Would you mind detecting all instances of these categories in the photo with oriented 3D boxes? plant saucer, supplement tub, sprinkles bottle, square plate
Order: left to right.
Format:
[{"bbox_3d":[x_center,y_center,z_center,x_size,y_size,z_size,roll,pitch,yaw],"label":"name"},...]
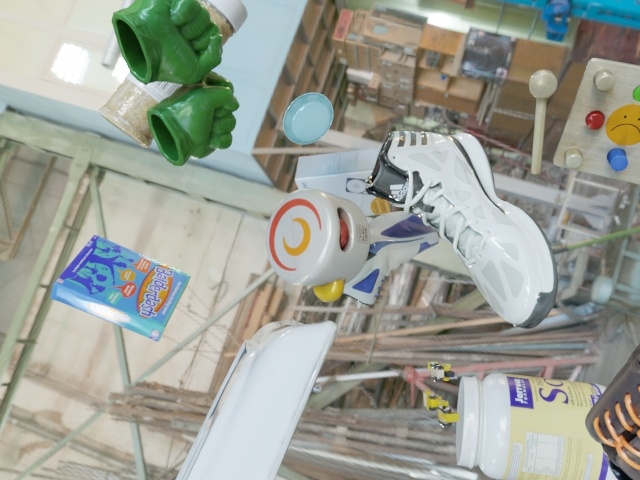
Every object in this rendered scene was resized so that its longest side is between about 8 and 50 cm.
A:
[{"bbox_3d":[-0.298,-0.364,1.121,0.356,0.121,0.121,-54,-13,-4],"label":"sprinkles bottle"},{"bbox_3d":[-0.101,0.218,0.475,0.344,0.049,0.347,-64,4,-11],"label":"square plate"},{"bbox_3d":[-0.024,-0.260,1.186,0.021,0.119,0.120,30,-104,-63],"label":"plant saucer"},{"bbox_3d":[0.492,0.437,1.270,0.241,0.330,0.241,4,-90,-80],"label":"supplement tub"}]

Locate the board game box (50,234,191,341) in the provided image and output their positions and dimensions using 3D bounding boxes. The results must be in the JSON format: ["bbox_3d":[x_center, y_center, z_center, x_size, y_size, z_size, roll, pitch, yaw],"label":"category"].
[{"bbox_3d":[-0.376,0.088,1.057,0.047,0.210,0.160,-60,11,33],"label":"board game box"}]

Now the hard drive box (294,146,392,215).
[{"bbox_3d":[0.069,-0.150,1.501,0.181,0.231,0.089,64,-152,-49],"label":"hard drive box"}]

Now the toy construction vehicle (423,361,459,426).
[{"bbox_3d":[0.183,0.226,0.822,0.098,0.035,0.086,138,130,-81],"label":"toy construction vehicle"}]

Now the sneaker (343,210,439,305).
[{"bbox_3d":[0.138,0.055,1.390,0.128,0.315,0.182,-114,6,-51],"label":"sneaker"}]

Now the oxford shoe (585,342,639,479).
[{"bbox_3d":[0.210,0.101,0.308,0.271,0.098,0.097,52,-171,-48],"label":"oxford shoe"}]

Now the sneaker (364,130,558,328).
[{"bbox_3d":[0.214,-0.034,0.981,0.169,0.257,0.448,114,150,-42],"label":"sneaker"}]

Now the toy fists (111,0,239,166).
[{"bbox_3d":[-0.204,-0.251,0.853,0.142,0.096,0.279,-42,-39,-30],"label":"toy fists"}]

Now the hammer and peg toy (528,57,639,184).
[{"bbox_3d":[0.639,-0.268,1.245,0.127,0.360,0.266,-57,-22,-56],"label":"hammer and peg toy"}]

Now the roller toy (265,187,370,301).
[{"bbox_3d":[0.000,0.000,1.116,0.146,0.209,0.191,12,-63,-47],"label":"roller toy"}]
